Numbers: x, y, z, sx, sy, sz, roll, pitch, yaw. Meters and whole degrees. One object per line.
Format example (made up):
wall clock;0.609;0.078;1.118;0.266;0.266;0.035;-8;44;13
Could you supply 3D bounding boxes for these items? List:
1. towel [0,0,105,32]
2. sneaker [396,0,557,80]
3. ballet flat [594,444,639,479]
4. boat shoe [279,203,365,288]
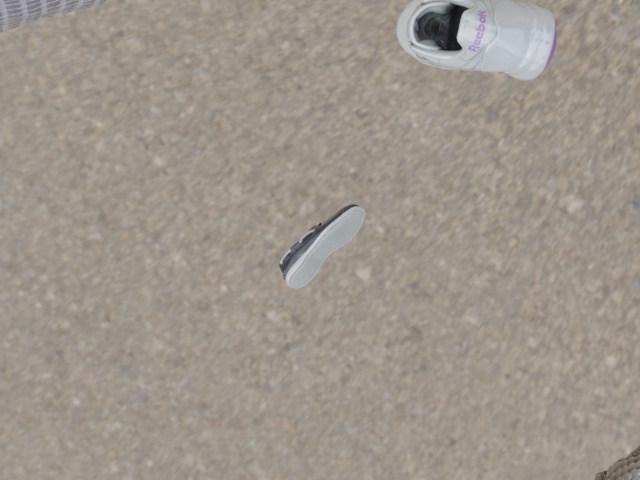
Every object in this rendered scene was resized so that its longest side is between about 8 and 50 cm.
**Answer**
towel;-0.305;-0.241;1.124;0.235;0.284;0.121;-19;98;-12
sneaker;0.154;-0.267;1.520;0.152;0.305;0.114;7;98;-25
ballet flat;0.132;0.210;0.676;0.058;0.084;0.250;34;96;51
boat shoe;0.000;0.000;1.448;0.125;0.046;0.038;-50;49;17
